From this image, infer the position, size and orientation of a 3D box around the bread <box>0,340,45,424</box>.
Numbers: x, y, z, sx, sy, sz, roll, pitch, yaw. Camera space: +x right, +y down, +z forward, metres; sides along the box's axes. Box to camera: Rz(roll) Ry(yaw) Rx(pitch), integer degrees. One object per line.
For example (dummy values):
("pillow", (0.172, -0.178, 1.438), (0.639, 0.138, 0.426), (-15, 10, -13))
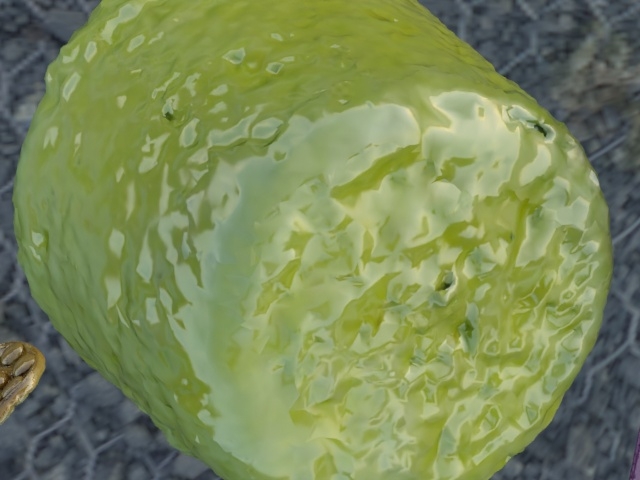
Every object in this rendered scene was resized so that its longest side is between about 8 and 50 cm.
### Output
("bread", (-0.313, 0.140, 1.715), (0.110, 0.110, 0.024), (-21, 127, 17))

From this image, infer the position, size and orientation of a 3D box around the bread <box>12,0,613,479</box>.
("bread", (0.000, 0.000, 1.149), (0.308, 0.348, 0.348), (42, 110, 50))

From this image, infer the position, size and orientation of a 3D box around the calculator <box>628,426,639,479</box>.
("calculator", (0.218, 0.167, 0.957), (0.127, 0.190, 0.034), (7, 138, 20))
